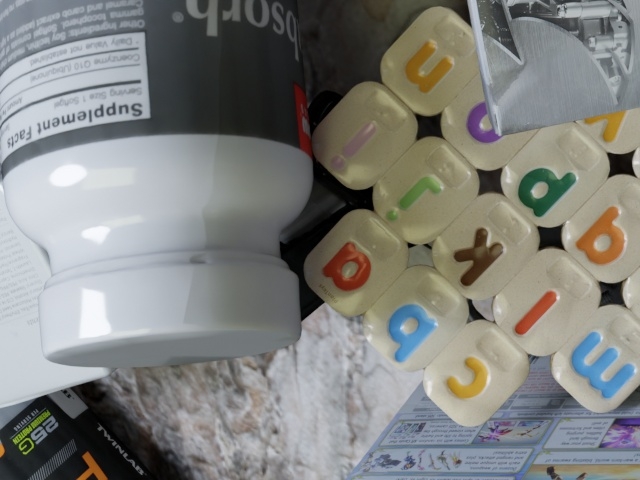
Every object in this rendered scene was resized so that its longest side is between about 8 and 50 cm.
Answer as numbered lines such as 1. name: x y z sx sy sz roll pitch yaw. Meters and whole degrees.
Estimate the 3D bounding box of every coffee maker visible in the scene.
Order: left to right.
1. coffee maker: 0.000 0.000 1.188 0.171 0.120 0.178 49 131 -3

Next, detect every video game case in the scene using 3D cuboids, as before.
1. video game case: 0.163 0.157 1.092 0.269 0.244 0.061 -5 114 34

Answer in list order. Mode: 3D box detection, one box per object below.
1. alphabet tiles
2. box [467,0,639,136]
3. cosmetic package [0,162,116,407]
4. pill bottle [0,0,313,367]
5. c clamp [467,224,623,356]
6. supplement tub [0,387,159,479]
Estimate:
1. alphabet tiles: 0.138 -0.022 1.065 0.284 0.021 0.278 43 96 1
2. box: 0.200 -0.177 0.933 0.231 0.056 0.183 -11 112 2
3. cosmetic package: -0.228 0.019 1.320 0.151 0.151 0.184 -18 104 38
4. pill bottle: -0.113 -0.104 1.048 0.210 0.210 0.363 -14 76 37
5. c clamp: 0.173 0.046 1.136 0.160 0.022 0.137 -27 119 35
6. supplement tub: -0.249 0.261 1.443 0.316 0.193 0.193 45 130 1
